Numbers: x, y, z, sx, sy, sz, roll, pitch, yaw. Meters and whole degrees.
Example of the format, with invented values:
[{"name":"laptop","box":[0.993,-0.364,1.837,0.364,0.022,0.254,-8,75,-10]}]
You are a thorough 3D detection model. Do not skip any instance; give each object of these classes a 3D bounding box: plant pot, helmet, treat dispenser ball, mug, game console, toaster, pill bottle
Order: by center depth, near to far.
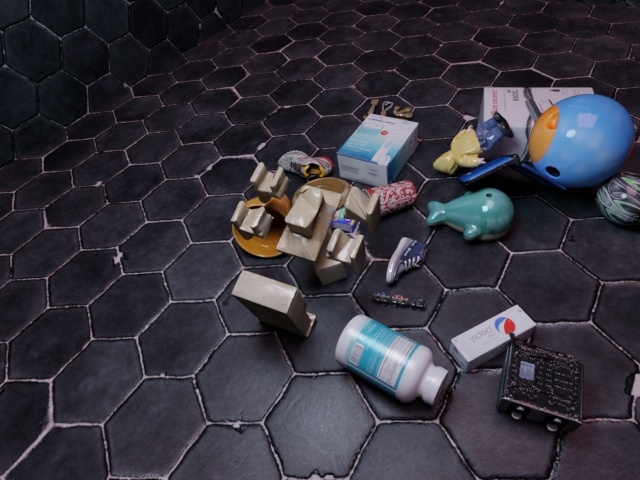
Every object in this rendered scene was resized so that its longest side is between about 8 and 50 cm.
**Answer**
[{"name":"toaster","box":[0.515,0.337,0.994,0.168,0.110,0.186,13,52,20]},{"name":"pill bottle","box":[0.179,0.305,1.058,0.264,0.146,0.146,24,56,27]},{"name":"helmet","box":[0.951,-0.126,1.304,0.161,0.169,0.169,13,50,-1]},{"name":"treat dispenser ball","box":[0.816,-0.312,1.329,0.288,0.288,0.288,-5,48,5]},{"name":"game console","box":[0.621,-0.191,1.403,0.250,0.173,0.293,-27,1,18]},{"name":"plant pot","box":[-0.179,-0.078,1.446,0.205,0.205,0.188,-2,33,8]},{"name":"mug","box":[0.237,-0.161,1.496,0.169,0.113,0.150,-17,49,-10]},{"name":"plant pot","box":[0.003,-0.176,1.567,0.236,0.032,0.236,-10,35,7]}]

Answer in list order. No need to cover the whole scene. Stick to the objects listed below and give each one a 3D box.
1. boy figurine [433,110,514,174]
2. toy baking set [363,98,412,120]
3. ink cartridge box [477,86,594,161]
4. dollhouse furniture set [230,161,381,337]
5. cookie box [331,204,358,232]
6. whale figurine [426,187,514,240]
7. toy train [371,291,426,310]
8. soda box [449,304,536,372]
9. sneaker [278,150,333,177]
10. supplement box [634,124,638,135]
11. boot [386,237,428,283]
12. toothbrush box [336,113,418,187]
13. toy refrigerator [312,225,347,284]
[{"name":"boy figurine","box":[0.539,-0.326,1.509,0.285,0.092,0.177,-39,47,34]},{"name":"toy baking set","box":[0.298,-0.569,1.910,0.196,0.030,0.256,-37,53,-26]},{"name":"ink cartridge box","box":[0.817,-0.445,1.611,0.394,0.166,0.285,6,49,15]},{"name":"dollhouse furniture set","box":[-0.058,0.038,1.194,0.362,0.256,0.394,16,68,16]},{"name":"cookie box","box":[0.081,-0.082,1.495,0.107,0.040,0.092,13,51,21]},{"name":"whale figurine","box":[0.487,-0.100,1.373,0.272,0.141,0.216,6,50,15]},{"name":"toy train","box":[0.231,0.177,1.244,0.158,0.027,0.036,6,46,15]},{"name":"soda box","box":[0.451,0.257,1.106,0.216,0.069,0.074,-24,49,-11]},{"name":"sneaker","box":[-0.068,-0.300,1.672,0.225,0.088,0.093,9,33,19]},{"name":"supplement box","box":[1.142,-0.418,1.605,0.083,0.056,0.083,-3,48,7]},{"name":"boot","box":[0.272,0.064,1.310,0.086,0.069,0.190,13,50,24]},{"name":"toothbrush box","box":[0.231,-0.357,1.662,0.216,0.126,0.295,20,53,26]},{"name":"toy refrigerator","box":[0.000,0.000,1.367,0.094,0.102,0.270,-19,55,3]}]
